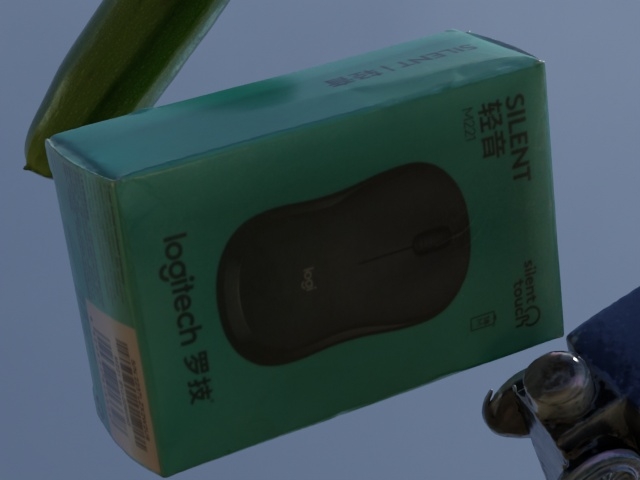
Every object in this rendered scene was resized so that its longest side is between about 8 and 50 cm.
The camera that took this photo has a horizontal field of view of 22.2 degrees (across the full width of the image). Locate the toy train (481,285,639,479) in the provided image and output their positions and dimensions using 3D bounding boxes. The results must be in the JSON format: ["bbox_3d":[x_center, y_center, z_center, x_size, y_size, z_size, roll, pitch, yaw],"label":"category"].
[{"bbox_3d":[0.243,0.157,1.163,0.202,0.131,0.299,-32,-43,-6],"label":"toy train"}]

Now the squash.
[{"bbox_3d":[-0.134,-0.168,1.269,0.082,0.082,0.292,34,-83,-14],"label":"squash"}]

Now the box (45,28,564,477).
[{"bbox_3d":[0.000,0.000,1.040,0.311,0.118,0.205,-17,-64,-24],"label":"box"}]
